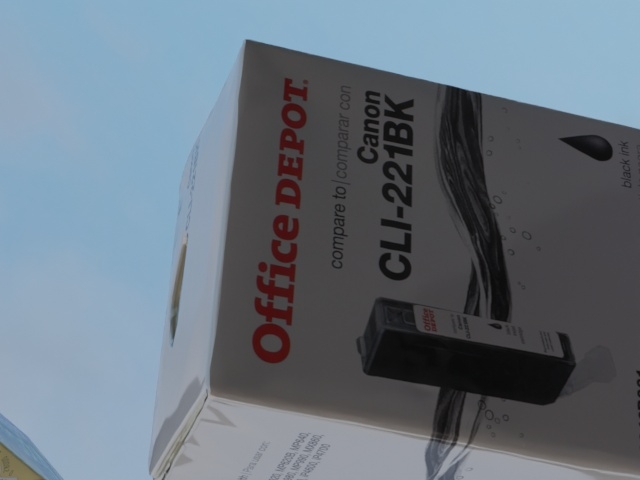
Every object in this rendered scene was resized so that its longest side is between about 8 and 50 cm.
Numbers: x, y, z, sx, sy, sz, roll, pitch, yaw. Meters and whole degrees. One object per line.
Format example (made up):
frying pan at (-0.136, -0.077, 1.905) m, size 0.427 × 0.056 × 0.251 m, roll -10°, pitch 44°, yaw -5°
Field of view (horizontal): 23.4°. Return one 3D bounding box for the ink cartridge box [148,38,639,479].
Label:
ink cartridge box at (0.068, 0.035, 0.747) m, size 0.273 × 0.114 × 0.197 m, roll 11°, pitch -124°, yaw -12°

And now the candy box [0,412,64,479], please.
candy box at (-0.202, 0.131, 0.915) m, size 0.109 × 0.053 × 0.186 m, roll 40°, pitch 170°, yaw 33°
